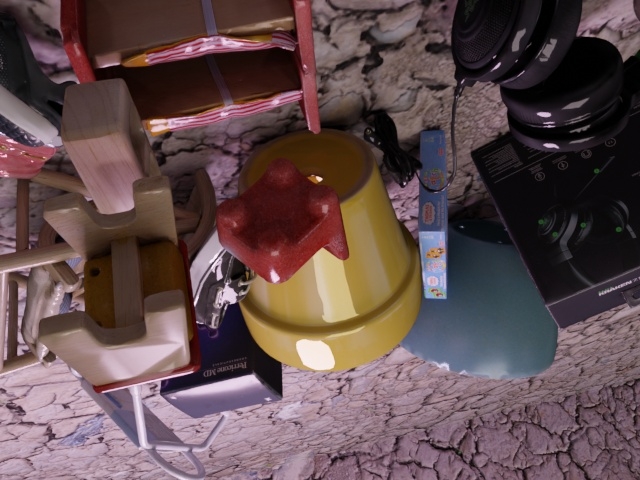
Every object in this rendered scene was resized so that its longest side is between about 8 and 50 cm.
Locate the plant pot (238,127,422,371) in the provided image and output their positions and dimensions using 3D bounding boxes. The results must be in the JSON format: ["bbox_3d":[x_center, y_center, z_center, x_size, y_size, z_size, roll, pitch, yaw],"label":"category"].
[{"bbox_3d":[0.000,0.000,0.778,0.254,0.254,0.239,-15,135,-3],"label":"plant pot"}]

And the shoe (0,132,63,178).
[{"bbox_3d":[-0.342,-0.111,0.582,0.081,0.063,0.178,-40,146,28],"label":"shoe"}]

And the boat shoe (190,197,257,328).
[{"bbox_3d":[-0.109,0.033,0.699,0.070,0.078,0.219,30,140,-5],"label":"boat shoe"}]

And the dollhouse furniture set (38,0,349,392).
[{"bbox_3d":[-0.084,-0.070,0.479,0.201,0.374,0.152,-12,145,-5],"label":"dollhouse furniture set"}]

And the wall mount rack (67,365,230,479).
[{"bbox_3d":[-0.311,0.240,1.000,0.130,0.350,0.304,-56,150,-6],"label":"wall mount rack"}]

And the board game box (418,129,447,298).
[{"bbox_3d":[0.165,-0.030,0.871,0.039,0.160,0.211,0,151,11],"label":"board game box"}]

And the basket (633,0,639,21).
[{"bbox_3d":[0.492,-0.220,0.662,0.204,0.227,0.154,-2,146,-25],"label":"basket"}]

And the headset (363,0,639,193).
[{"bbox_3d":[0.220,-0.206,0.656,0.394,0.185,0.243,-42,127,19],"label":"headset"}]

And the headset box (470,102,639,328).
[{"bbox_3d":[0.386,-0.045,0.839,0.246,0.283,0.131,-28,147,17],"label":"headset box"}]

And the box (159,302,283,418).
[{"bbox_3d":[-0.148,0.148,0.931,0.153,0.207,0.108,-16,141,13],"label":"box"}]

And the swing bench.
[{"bbox_3d":[-0.278,0.041,0.762,0.254,0.165,0.253,2,143,-28],"label":"swing bench"}]

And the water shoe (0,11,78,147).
[{"bbox_3d":[-0.302,-0.170,0.515,0.073,0.080,0.203,6,147,44],"label":"water shoe"}]

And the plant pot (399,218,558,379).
[{"bbox_3d":[0.269,0.075,1.029,0.290,0.290,0.195,-3,111,-23],"label":"plant pot"}]
